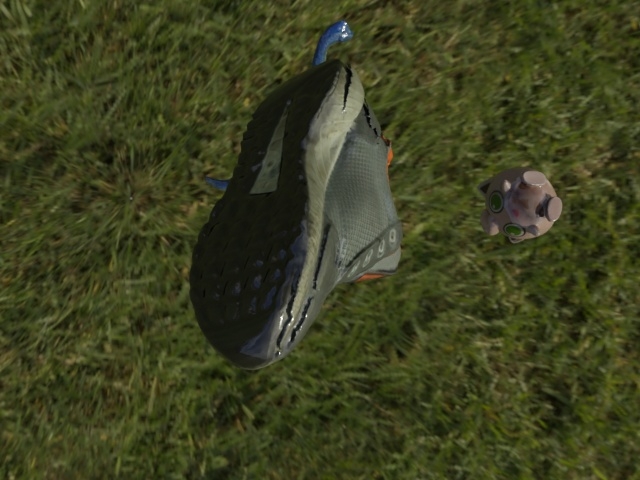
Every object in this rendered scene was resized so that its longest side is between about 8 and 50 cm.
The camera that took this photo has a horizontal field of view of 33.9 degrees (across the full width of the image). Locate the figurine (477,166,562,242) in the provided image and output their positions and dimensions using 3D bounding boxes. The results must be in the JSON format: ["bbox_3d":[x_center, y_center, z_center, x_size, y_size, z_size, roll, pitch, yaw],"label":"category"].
[{"bbox_3d":[0.324,-0.058,1.719,0.125,0.138,0.125,9,72,-29],"label":"figurine"}]

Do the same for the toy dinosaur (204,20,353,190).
[{"bbox_3d":[-0.052,-0.158,1.331,0.248,0.188,0.075,-27,56,-2],"label":"toy dinosaur"}]

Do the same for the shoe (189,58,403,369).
[{"bbox_3d":[0.000,0.000,0.934,0.171,0.132,0.336,46,40,-31],"label":"shoe"}]
